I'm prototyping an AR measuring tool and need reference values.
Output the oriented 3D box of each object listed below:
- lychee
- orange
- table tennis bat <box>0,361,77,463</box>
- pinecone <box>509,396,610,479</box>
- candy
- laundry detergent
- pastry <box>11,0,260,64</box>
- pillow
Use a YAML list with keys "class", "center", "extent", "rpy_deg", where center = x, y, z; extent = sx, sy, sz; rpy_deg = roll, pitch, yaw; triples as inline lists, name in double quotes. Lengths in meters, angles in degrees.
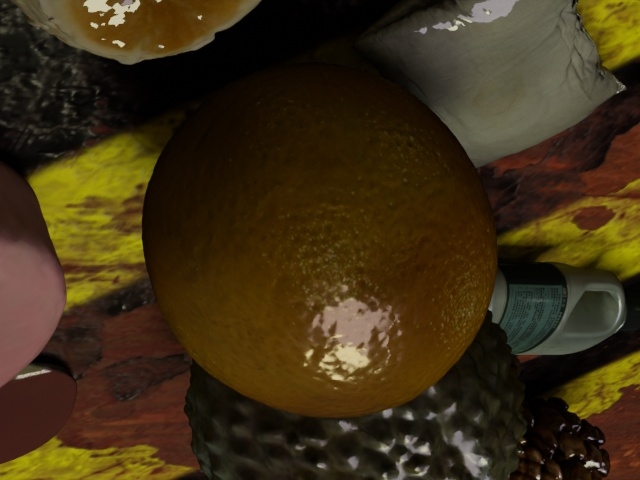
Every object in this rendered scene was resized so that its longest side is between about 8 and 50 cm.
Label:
- class: "lychee"
  center: [0.029, 0.126, 1.332]
  extent: [0.255, 0.274, 0.255]
  rpy_deg: [-24, 129, -33]
- class: "orange"
  center: [0.000, 0.000, 1.123]
  extent: [0.236, 0.236, 0.236]
  rpy_deg: [-18, 150, -10]
- class: "table tennis bat"
  center: [-0.248, 0.114, 1.343]
  extent: [0.138, 0.022, 0.246]
  rpy_deg: [-11, 151, -23]
- class: "pinecone"
  center: [0.208, 0.226, 1.727]
  extent: [0.173, 0.174, 0.173]
  rpy_deg: [-18, 150, -10]
- class: "candy"
  center: [-0.283, 0.034, 1.102]
  extent: [0.255, 0.094, 0.255]
  rpy_deg: [-18, 151, -10]
- class: "laundry detergent"
  center: [0.194, 0.059, 1.512]
  extent: [0.225, 0.070, 0.099]
  rpy_deg: [3, 135, -38]
- class: "pastry"
  center: [-0.096, -0.164, 0.922]
  extent: [0.165, 0.088, 0.166]
  rpy_deg: [-17, 147, -11]
- class: "pillow"
  center: [0.119, -0.117, 1.194]
  extent: [0.148, 0.050, 0.230]
  rpy_deg: [-22, 151, 11]
